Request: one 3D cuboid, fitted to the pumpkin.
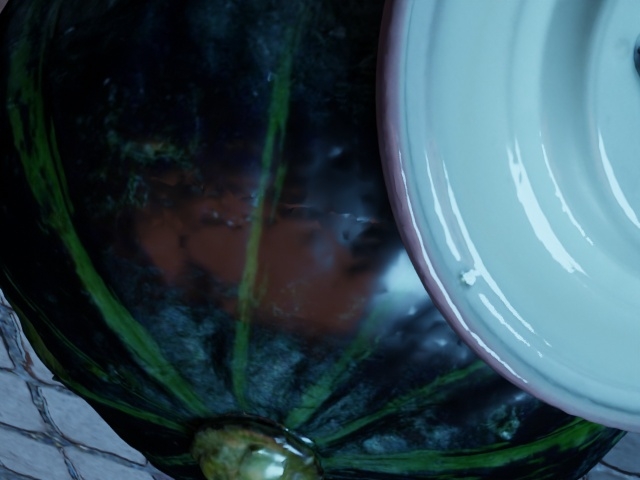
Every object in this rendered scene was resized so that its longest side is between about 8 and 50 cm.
[{"bbox_3d":[0.000,0.000,0.626,0.315,0.238,0.315,14,142,11],"label":"pumpkin"}]

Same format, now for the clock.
[{"bbox_3d":[0.129,-0.055,0.488,0.244,0.244,0.056,47,171,-26],"label":"clock"}]
